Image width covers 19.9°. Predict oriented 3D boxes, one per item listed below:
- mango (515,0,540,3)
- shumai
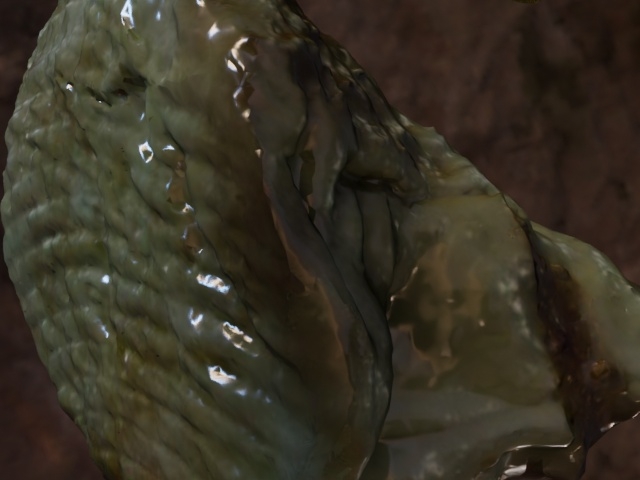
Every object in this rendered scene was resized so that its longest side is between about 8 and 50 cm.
[{"bbox_3d":[0.105,-0.216,0.875,0.086,0.191,0.122,10,-160,-33],"label":"mango"},{"bbox_3d":[0.000,0.000,0.751,0.204,0.222,0.271,-11,-110,-38],"label":"shumai"}]
